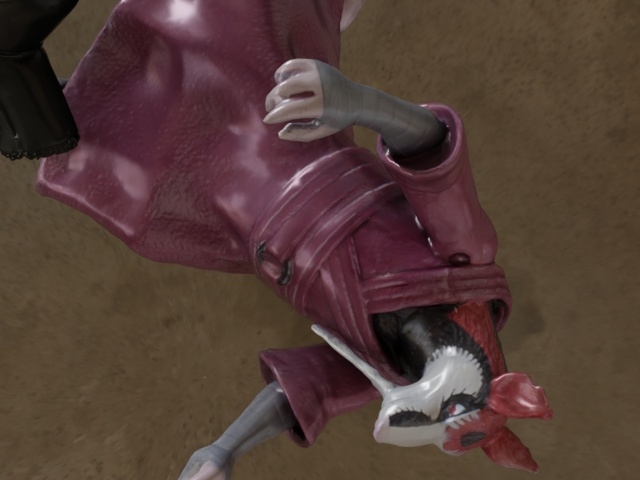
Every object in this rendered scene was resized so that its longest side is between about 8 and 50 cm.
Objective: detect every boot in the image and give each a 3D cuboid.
[{"bbox_3d":[-0.158,-0.095,0.575,0.045,0.121,0.099,-33,115,-39],"label":"boot"}]

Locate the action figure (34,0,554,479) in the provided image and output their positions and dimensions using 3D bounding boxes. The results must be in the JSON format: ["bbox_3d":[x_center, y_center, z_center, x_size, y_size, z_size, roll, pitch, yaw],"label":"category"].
[{"bbox_3d":[0.000,0.000,0.629,0.370,0.275,0.248,45,117,22],"label":"action figure"}]
